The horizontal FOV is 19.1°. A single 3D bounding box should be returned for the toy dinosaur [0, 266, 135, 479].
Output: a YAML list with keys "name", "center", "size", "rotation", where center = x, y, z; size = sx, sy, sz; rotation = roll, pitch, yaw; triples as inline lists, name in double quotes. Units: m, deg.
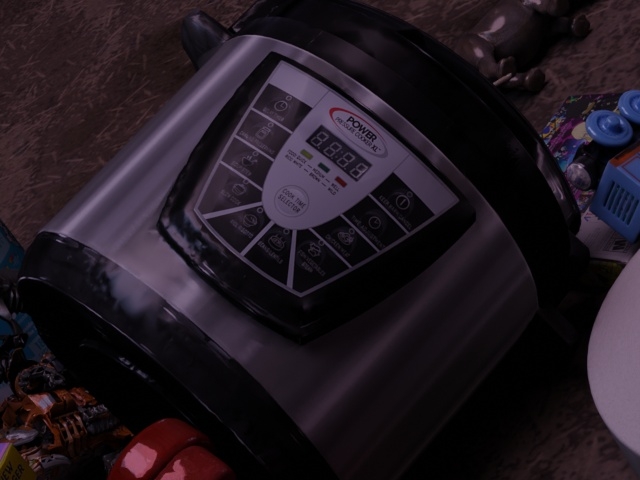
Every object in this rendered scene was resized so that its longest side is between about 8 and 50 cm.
- name: "toy dinosaur"
  center: [-0.256, 0.144, 1.901]
  size: [0.164, 0.218, 0.322]
  rotation: [-64, -12, 15]

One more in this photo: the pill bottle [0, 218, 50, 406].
- name: "pill bottle"
  center: [-0.383, 0.045, 2.041]
  size: [0.146, 0.264, 0.146]
  rotation: [-25, 31, 16]

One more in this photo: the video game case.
- name: "video game case"
  center: [0.264, -0.051, 1.766]
  size: [0.210, 0.042, 0.232]
  rotation: [3, 46, 46]

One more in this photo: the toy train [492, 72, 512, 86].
- name: "toy train"
  center: [0.082, -0.089, 1.960]
  size: [0.248, 0.105, 0.143]
  rotation: [-41, 17, -13]

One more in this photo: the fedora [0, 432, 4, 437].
- name: "fedora"
  center: [-0.378, 0.270, 1.890]
  size: [0.194, 0.079, 0.194]
  rotation: [-17, 31, 11]

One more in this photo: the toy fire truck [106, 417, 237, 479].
- name: "toy fire truck"
  center: [-0.109, 0.294, 1.388]
  size: [0.169, 0.302, 0.254]
  rotation: [29, 64, 26]

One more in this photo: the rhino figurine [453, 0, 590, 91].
- name: "rhino figurine"
  center: [0.232, -0.244, 2.055]
  size: [0.106, 0.073, 0.243]
  rotation: [10, 50, 47]

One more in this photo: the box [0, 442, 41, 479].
- name: "box"
  center: [-0.266, 0.326, 1.531]
  size: [0.117, 0.243, 0.213]
  rotation: [-14, 34, 32]

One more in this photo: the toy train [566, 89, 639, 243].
- name: "toy train"
  center: [0.293, -0.078, 1.639]
  size: [0.105, 0.080, 0.184]
  rotation: [42, 52, 21]

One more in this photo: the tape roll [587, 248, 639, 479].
- name: "tape roll"
  center: [0.394, 0.059, 1.446]
  size: [0.392, 0.072, 0.392]
  rotation: [-24, 30, 15]

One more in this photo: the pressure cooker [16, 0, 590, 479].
- name: "pressure cooker"
  center: [-0.002, 0.001, 1.607]
  size: [0.420, 0.370, 0.375]
  rotation: [-46, 36, -17]
